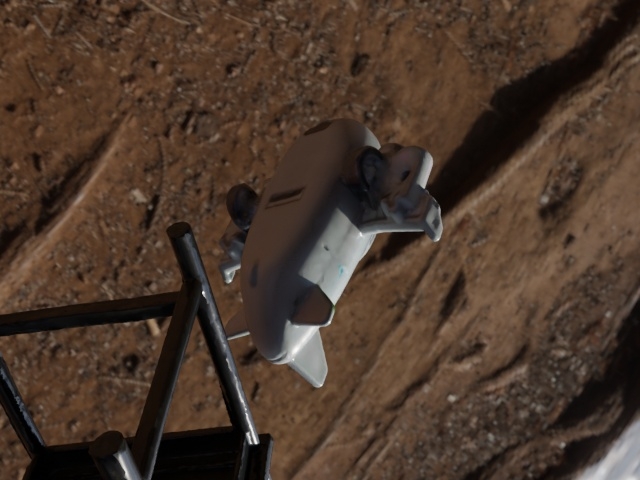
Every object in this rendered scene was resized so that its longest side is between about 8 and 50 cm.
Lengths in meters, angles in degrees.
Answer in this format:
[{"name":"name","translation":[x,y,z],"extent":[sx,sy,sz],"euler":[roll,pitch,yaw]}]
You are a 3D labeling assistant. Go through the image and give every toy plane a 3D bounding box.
[{"name":"toy plane","translation":[-0.002,-0.002,0.565],"extent":[0.174,0.174,0.080],"euler":[-51,124,-6]}]

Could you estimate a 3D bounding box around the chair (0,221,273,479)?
[{"name":"chair","translation":[-0.091,0.141,0.428],"extent":[0.141,0.155,0.260],"euler":[-7,124,10]}]
